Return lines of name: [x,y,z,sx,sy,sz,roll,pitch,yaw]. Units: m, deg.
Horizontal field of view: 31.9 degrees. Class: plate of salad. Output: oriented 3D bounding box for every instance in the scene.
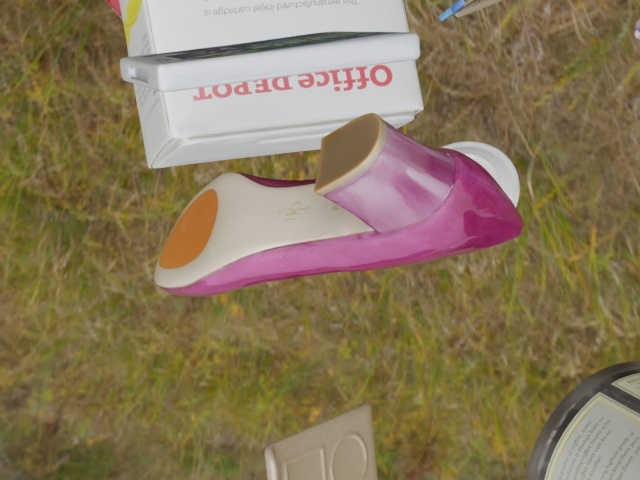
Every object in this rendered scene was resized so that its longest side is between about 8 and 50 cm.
plate of salad: [0.222,-0.067,1.790,0.200,0.200,0.048,-20,148,14]

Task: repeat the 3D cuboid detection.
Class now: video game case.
video game case: [-0.045,-0.138,0.847,0.190,0.173,0.022,-10,104,-17]

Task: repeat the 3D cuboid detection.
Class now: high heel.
high heel: [0.000,0.000,0.675,0.117,0.082,0.244,29,141,-30]

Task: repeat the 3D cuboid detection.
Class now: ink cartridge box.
ink cartridge box: [-0.075,-0.287,1.213,0.279,0.160,0.384,-8,84,-19]

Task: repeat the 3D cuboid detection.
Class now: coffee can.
coffee can: [0.335,0.243,0.937,0.201,0.275,0.201,-9,110,-27]

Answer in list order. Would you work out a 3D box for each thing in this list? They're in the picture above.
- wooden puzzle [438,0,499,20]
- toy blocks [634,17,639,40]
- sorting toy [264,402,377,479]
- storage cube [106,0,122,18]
wooden puzzle: [0.164,-0.235,1.032,0.078,0.116,0.014,-33,85,51]
toy blocks: [0.380,-0.389,1.259,0.260,0.288,0.309,-11,156,-36]
sorting toy: [0.003,0.294,1.230,0.038,0.208,0.193,-1,97,34]
storage cube: [-0.235,-0.452,1.945,0.183,0.215,0.193,49,122,-1]
